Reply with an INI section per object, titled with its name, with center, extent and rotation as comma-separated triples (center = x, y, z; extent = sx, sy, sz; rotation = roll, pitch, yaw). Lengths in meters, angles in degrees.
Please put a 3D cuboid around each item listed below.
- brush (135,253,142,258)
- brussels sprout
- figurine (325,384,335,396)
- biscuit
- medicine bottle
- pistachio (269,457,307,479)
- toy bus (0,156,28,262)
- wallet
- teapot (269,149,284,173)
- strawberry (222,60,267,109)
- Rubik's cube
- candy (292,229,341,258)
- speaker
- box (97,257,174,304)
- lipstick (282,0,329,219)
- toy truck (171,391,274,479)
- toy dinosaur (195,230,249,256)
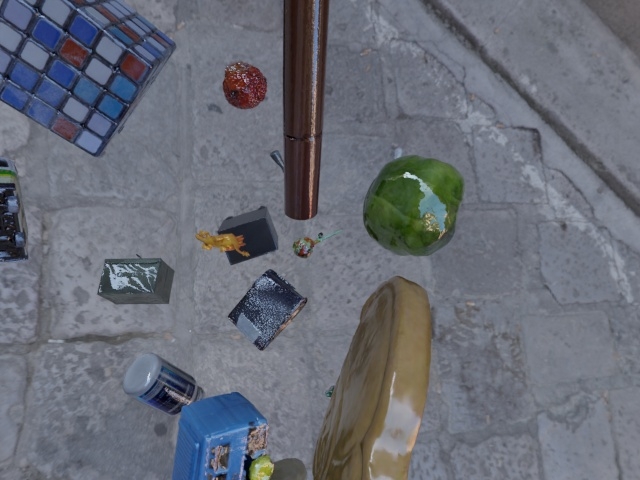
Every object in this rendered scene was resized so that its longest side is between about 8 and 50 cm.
[brush]
center = -0.780, 0.086, 1.791
extent = 0.008, 0.024, 0.083
rotation = -46, 130, -16
[brussels sprout]
center = 0.213, -0.070, 0.917
extent = 0.210, 0.271, 0.219
rotation = 19, 95, 30
[figurine]
center = 0.074, 0.413, 0.997
extent = 0.144, 0.114, 0.178
rotation = 9, 99, 16
[biscuit]
center = 0.046, 0.216, 0.505
extent = 0.057, 0.312, 0.351
rotation = 19, 111, 1
[medicine bottle]
center = -0.378, 0.365, 1.006
extent = 0.107, 0.107, 0.191
rotation = -55, 131, -20
[pistachio]
center = -0.121, 0.753, 1.267
extent = 0.130, 0.206, 0.131
rotation = -18, 78, 23
[toy bus]
center = -0.938, -0.086, 1.171
extent = 0.143, 0.305, 0.179
rotation = -5, 50, -31
[wallet]
center = -0.207, 0.266, 1.591
extent = 0.221, 0.071, 0.262
rotation = 36, 77, 28
[teapot]
center = -0.178, -0.346, 1.811
extent = 0.043, 0.043, 0.110
rotation = -48, 122, -21
[strawberry]
center = -0.134, -0.272, 0.726
extent = 0.083, 0.083, 0.096
rotation = 8, 45, -16
[Rubik's cube]
center = -0.565, -0.433, 0.978
extent = 0.293, 0.292, 0.287
rotation = 35, 113, -25
[candy]
center = 0.001, 0.000, 1.667
extent = 0.084, 0.078, 0.288
rotation = 30, 35, 31
[speaker]
center = -0.330, -0.026, 1.893
extent = 0.232, 0.254, 0.184
rotation = -18, 107, -1
[box]
center = -0.732, 0.164, 1.629
extent = 0.231, 0.155, 0.149
rotation = -1, 65, 3
[lipstick]
center = -0.021, -0.188, 0.524
extent = 0.057, 0.356, 0.057
rotation = 3, 35, -2
[toy truck]
center = -0.208, 0.513, 0.813
extent = 0.162, 0.161, 0.385
rotation = 4, 97, -38
[toy dinosaur]
center = -0.324, 0.006, 1.422
extent = 0.117, 0.288, 0.070
rotation = -14, 112, -55
